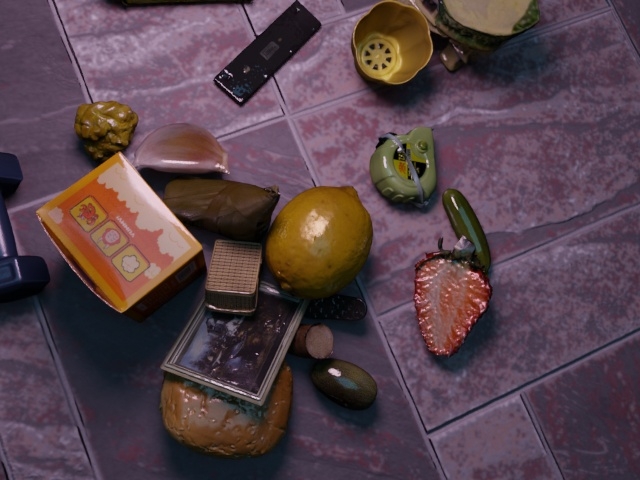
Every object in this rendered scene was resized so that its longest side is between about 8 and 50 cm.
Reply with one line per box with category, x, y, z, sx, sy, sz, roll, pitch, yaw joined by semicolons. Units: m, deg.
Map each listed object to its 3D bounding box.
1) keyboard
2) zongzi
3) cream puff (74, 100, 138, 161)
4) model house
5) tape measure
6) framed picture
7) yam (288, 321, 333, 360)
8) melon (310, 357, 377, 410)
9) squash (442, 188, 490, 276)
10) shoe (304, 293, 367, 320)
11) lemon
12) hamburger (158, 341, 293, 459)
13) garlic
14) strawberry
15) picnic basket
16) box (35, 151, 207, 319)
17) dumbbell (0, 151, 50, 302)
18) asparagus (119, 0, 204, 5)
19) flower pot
keyboard;-0.135;-0.483;1.525;0.106;0.027;0.317;43;76;-2
zongzi;-0.223;-0.093;1.296;0.260;0.289;0.123;18;74;-4
cream puff;-0.491;-0.247;1.367;0.146;0.146;0.116;-1;80;-9
model house;0.325;-0.566;1.482;0.261;0.266;0.321;-35;87;-20
tape measure;0.205;-0.180;1.478;0.175;0.106;0.200;0;80;-23
framed picture;-0.174;0.192;1.294;0.232;0.019;0.296;17;48;8
yam;-0.031;0.225;1.346;0.084;0.127;0.084;4;83;-29
melon;0.052;0.323;1.354;0.162;0.099;0.099;26;76;3
squash;0.372;-0.017;1.489;0.066;0.066;0.252;-21;84;-12
shoe;0.024;0.153;1.408;0.179;0.049;0.071;6;88;15
lemon;-0.002;0.004;1.342;0.263;0.236;0.236;-28;84;-20
hamburger;-0.201;0.335;1.292;0.283;0.144;0.259;3;79;-5
garlic;-0.351;-0.201;1.370;0.266;0.148;0.128;-10;101;-16
strawberry;0.313;0.131;1.435;0.188;0.106;0.286;12;90;17
picnic basket;-0.189;0.080;1.328;0.115;0.079;0.164;6;47;-2
box;-0.401;0.012;1.252;0.214;0.283;0.259;-42;87;-15
dumbbell;-0.698;-0.029;1.288;0.144;0.160;0.325;-22;82;19
asparagus;-0.358;-0.653;1.486;0.382;0.108;0.128;-5;78;-12
flower pot;0.163;-0.471;1.479;0.195;0.179;0.195;-1;96;-5
